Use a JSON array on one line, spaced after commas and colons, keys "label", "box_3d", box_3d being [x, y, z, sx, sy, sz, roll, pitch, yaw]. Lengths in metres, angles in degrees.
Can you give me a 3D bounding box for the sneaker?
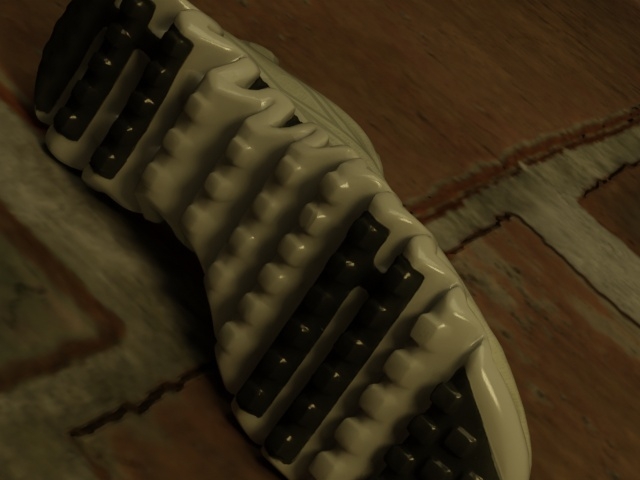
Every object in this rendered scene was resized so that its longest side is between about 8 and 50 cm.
[{"label": "sneaker", "box_3d": [0.000, 0.000, 0.619, 0.118, 0.110, 0.292, 11, 36, -53]}]
